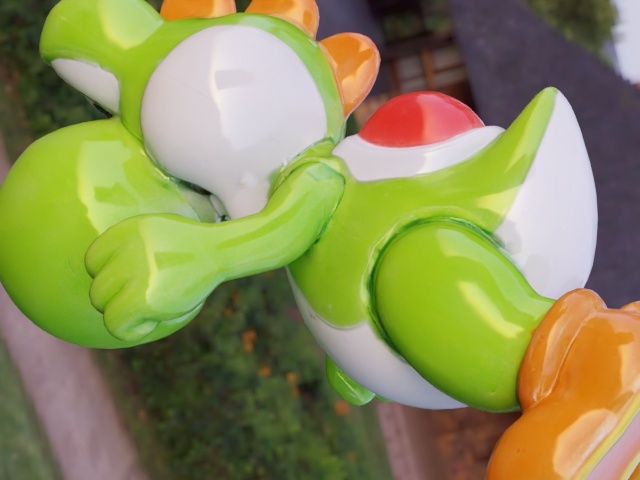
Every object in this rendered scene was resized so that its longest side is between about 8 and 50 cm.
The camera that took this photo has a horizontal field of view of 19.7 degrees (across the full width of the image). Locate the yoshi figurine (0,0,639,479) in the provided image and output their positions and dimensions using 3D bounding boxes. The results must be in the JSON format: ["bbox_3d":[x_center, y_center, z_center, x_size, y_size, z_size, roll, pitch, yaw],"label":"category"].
[{"bbox_3d":[-0.011,0.024,0.840,0.362,0.203,0.203,34,-40,25],"label":"yoshi figurine"}]
